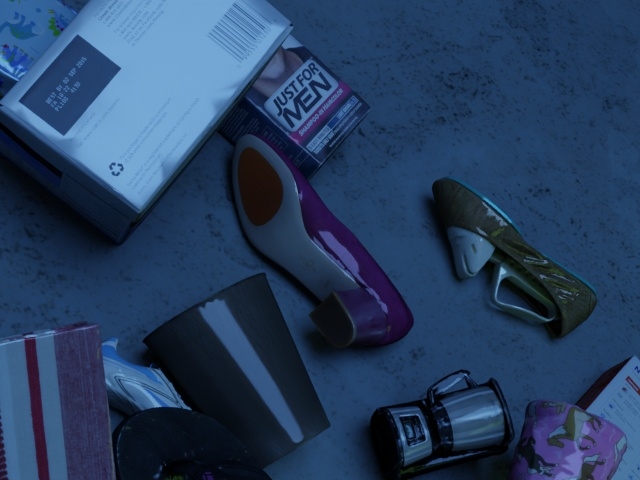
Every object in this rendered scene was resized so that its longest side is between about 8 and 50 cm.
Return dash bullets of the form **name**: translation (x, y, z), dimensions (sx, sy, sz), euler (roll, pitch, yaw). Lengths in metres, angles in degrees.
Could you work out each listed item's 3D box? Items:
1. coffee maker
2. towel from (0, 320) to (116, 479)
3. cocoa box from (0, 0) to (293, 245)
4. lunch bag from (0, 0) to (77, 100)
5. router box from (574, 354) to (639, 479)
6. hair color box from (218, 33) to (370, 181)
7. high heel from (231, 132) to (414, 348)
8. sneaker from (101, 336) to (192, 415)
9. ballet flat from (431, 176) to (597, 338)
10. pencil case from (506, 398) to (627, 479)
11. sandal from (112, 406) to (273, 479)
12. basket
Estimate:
- **coffee maker**: translation (0.169, 0.284, 1.694), dimensions (0.178, 0.171, 0.120), euler (-12, 45, -12)
- **towel**: translation (-0.389, 0.230, 1.305), dimensions (0.329, 0.037, 0.237), euler (-9, 100, -31)
- **cocoa box**: translation (-0.245, -0.207, 1.616), dimensions (0.231, 0.228, 0.347), euler (38, 71, -5)
- **lunch bag**: translation (-0.465, -0.302, 1.692), dimensions (0.219, 0.090, 0.176), euler (35, 50, -8)
- **router box**: translation (0.508, 0.397, 1.852), dimensions (0.335, 0.082, 0.301), euler (51, 51, 5)
- **hair color box**: translation (-0.108, -0.254, 1.861), dimensions (0.347, 0.105, 0.174), euler (41, 51, -2)
- **high heel**: translation (0.000, 0.000, 1.796), dimensions (0.181, 0.127, 0.377), euler (-3, 62, -55)
- **sneaker**: translation (-0.206, 0.215, 1.542), dimensions (0.237, 0.085, 0.086), euler (38, 62, -6)
- **ballet flat**: translation (0.299, 0.041, 1.939), dimensions (0.342, 0.116, 0.124), euler (39, 70, -9)
- **pencil case**: translation (0.298, 0.408, 1.620), dimensions (0.160, 0.167, 0.386), euler (29, 70, -15)
- **sandal**: translation (-0.076, 0.368, 1.462), dimensions (0.446, 0.107, 0.167), euler (49, 52, -12)
- **basket**: translation (-0.097, 0.184, 1.589), dimensions (0.204, 0.154, 0.227), euler (-27, 82, -41)
